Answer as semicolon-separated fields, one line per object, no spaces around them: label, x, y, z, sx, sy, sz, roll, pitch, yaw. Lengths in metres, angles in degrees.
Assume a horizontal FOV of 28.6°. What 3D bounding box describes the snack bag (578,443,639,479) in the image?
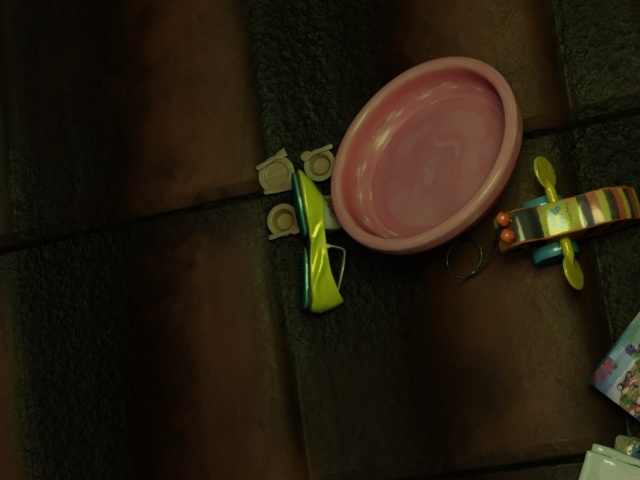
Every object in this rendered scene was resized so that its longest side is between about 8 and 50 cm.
snack bag;0.484;0.486;1.721;0.343;0.037;0.323;19;84;12

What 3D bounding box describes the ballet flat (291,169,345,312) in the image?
ballet flat;0.000;0.000;2.009;0.077;0.077;0.231;-5;88;-8

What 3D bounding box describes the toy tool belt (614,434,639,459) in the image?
toy tool belt;0.446;0.321;1.796;0.051;0.052;0.083;3;82;30

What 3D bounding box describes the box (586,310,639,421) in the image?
box;0.517;0.159;1.802;0.159;0.044;0.233;38;95;23

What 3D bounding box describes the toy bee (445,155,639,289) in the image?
toy bee;0.324;-0.008;1.845;0.298;0.162;0.195;-39;71;10

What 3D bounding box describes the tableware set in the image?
tableware set;-0.032;-0.077;2.067;0.141;0.020;0.168;-14;75;17

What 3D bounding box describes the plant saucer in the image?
plant saucer;0.169;-0.120;1.914;0.332;0.084;0.332;-23;50;30
